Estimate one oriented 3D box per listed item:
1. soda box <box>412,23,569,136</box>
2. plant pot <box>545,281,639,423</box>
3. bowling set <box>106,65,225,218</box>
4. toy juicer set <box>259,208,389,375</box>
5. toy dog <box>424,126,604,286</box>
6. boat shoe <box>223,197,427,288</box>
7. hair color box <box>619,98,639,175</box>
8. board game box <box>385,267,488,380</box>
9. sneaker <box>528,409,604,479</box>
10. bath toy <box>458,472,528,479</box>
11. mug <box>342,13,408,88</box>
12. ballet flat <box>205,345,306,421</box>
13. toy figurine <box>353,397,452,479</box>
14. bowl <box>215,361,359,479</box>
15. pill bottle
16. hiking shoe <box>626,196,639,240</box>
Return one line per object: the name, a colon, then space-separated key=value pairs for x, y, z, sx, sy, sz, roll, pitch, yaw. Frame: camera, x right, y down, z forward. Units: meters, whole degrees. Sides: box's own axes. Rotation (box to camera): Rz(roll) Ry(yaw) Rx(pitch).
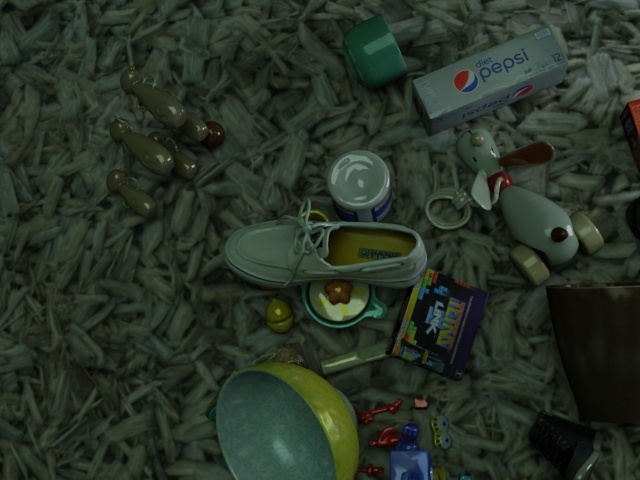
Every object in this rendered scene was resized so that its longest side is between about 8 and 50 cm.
soda box: x=0.321 y=-0.305 z=1.794 sx=0.286 sy=0.098 sz=0.091 roll=-23 pitch=75 yaw=0
plant pot: x=0.499 y=0.189 z=1.598 sx=0.215 sy=0.215 sz=0.230 roll=-2 pitch=88 yaw=6
bowling set: x=-0.302 y=-0.200 z=1.820 sx=0.154 sy=0.200 sz=0.287 roll=38 pitch=124 yaw=19
toy juicer set: x=0.005 y=0.119 z=1.716 sx=0.209 sy=0.089 sz=0.329 roll=-36 pitch=74 yaw=-4
toy dog: x=0.360 y=-0.072 z=1.693 sx=0.334 sy=0.161 sz=0.220 roll=34 pitch=80 yaw=14
boat shoe: x=0.000 y=0.008 z=1.628 sx=0.367 sy=0.156 sz=0.136 roll=6 pitch=66 yaw=11
hair color box: x=0.605 y=-0.187 z=1.744 sx=0.043 sy=0.072 sz=0.141 roll=-14 pitch=73 yaw=1
board game box: x=0.210 y=0.149 z=1.685 sx=0.141 sy=0.048 sz=0.170 roll=21 pitch=77 yaw=-9
sneaker: x=0.396 y=0.355 z=1.555 sx=0.118 sy=0.222 sz=0.083 roll=22 pitch=102 yaw=17
bath toy: x=0.403 y=0.467 z=1.562 sx=0.348 sy=0.151 sz=0.129 roll=5 pitch=47 yaw=5
mug: x=0.100 y=-0.363 z=1.830 sx=0.097 sy=0.158 sz=0.129 roll=-25 pitch=97 yaw=5
ballet flat: x=-0.123 y=0.257 z=1.709 sx=0.206 sy=0.073 sz=0.067 roll=-28 pitch=49 yaw=2
toy figurine: x=0.123 y=0.433 z=1.551 sx=0.191 sy=0.217 sz=0.362 roll=1 pitch=74 yaw=7
bowl: x=-0.029 y=0.330 z=1.611 sx=0.156 sy=0.289 sz=0.289 roll=-20 pitch=67 yaw=-45
pill bottle: x=0.075 y=-0.084 z=1.713 sx=0.112 sy=0.186 sz=0.112 roll=-1 pitch=75 yaw=5
hiking shoe: x=0.620 y=0.015 z=1.665 sx=0.086 sy=0.114 sz=0.227 roll=-26 pitch=74 yaw=-1
